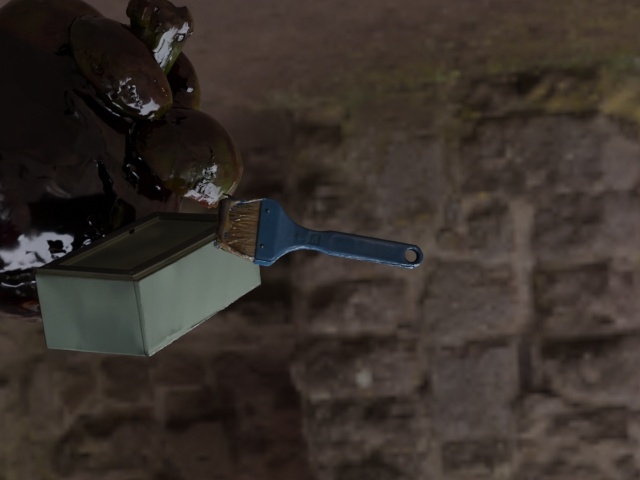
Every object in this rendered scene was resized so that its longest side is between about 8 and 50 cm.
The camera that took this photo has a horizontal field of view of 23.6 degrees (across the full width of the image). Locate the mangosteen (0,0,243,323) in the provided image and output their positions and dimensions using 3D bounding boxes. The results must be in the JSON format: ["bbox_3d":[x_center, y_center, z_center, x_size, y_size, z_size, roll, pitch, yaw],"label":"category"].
[{"bbox_3d":[-0.311,-0.095,1.834,0.421,0.381,0.381,-25,177,-7],"label":"mangosteen"}]

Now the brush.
[{"bbox_3d":[0.000,0.000,1.161,0.164,0.051,0.014,9,162,-13],"label":"brush"}]

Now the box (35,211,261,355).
[{"bbox_3d":[-0.176,0.039,1.607,0.129,0.086,0.225,2,-162,28],"label":"box"}]
